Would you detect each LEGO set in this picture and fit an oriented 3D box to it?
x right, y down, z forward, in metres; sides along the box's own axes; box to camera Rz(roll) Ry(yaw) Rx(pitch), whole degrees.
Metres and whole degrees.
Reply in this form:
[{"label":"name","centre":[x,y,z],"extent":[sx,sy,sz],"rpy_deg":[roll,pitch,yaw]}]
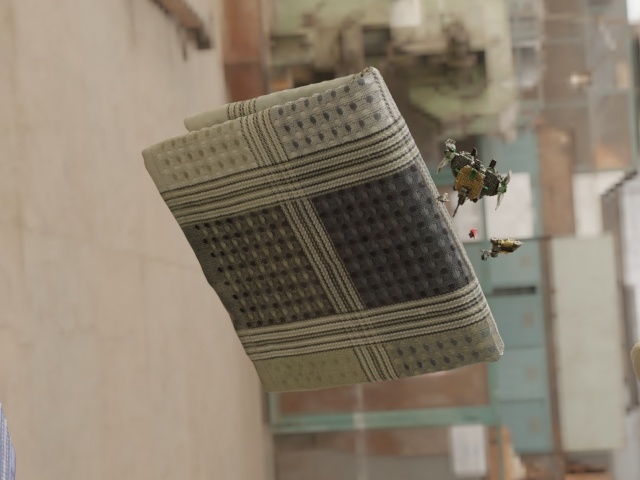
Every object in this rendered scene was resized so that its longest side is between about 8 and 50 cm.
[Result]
[{"label":"LEGO set","centre":[0.101,-0.029,0.999],"extent":[0.023,0.054,0.083],"rpy_deg":[-39,124,-51]}]

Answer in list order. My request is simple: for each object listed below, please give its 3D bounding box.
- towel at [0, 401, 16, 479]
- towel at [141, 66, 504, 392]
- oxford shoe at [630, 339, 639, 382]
[{"label":"towel","centre":[-0.391,0.242,1.785],"extent":[0.336,0.040,0.243],"rpy_deg":[88,-6,-47]},{"label":"towel","centre":[0.000,0.000,1.546],"extent":[0.056,0.324,0.312],"rpy_deg":[-43,112,-44]},{"label":"oxford shoe","centre":[0.470,0.321,1.871],"extent":[0.449,0.130,0.169],"rpy_deg":[65,-17,-12]}]
